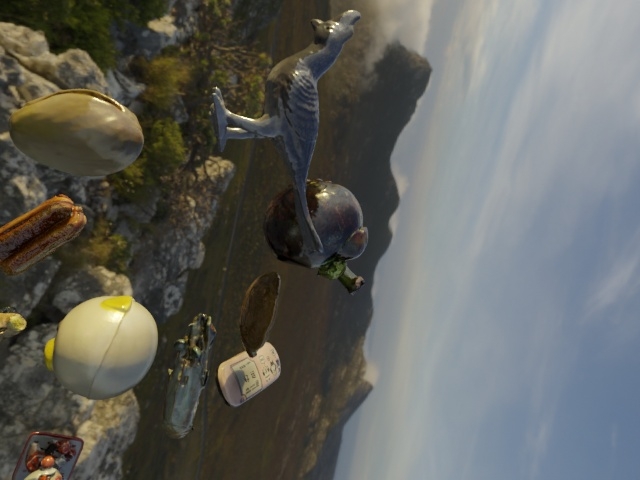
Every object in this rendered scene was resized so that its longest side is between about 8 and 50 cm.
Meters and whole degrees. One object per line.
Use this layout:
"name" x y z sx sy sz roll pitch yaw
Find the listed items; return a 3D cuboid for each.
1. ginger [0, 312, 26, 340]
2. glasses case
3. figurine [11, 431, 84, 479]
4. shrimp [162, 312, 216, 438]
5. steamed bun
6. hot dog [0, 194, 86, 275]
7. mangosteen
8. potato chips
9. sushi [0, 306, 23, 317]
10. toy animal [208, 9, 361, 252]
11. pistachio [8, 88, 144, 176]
"ginger" -0.926 0.262 1.323 0.081 0.205 0.115 62 9 16
"glasses case" -0.198 0.374 1.370 0.122 0.075 0.314 67 19 7
"figurine" -0.790 0.700 1.371 0.184 0.160 0.226 -65 -154 6
"shrimp" -0.274 0.275 1.044 0.247 0.085 0.361 -82 -173 -55
"steamed bun" -0.680 0.337 1.535 0.374 0.333 0.334 -34 -142 62
"hot dog" -0.946 -0.022 1.604 0.158 0.348 0.117 56 1 -24
"mangosteen" 0.000 0.000 1.097 0.231 0.231 0.290 -4 69 -81
"potato chips" -0.156 0.169 1.156 0.208 0.061 0.195 -69 -161 0
"sushi" -1.068 0.276 1.655 0.098 0.094 0.084 -51 132 -39
"toy animal" -0.061 -0.166 0.703 0.081 0.205 0.368 -145 -118 -67
"pistachio" -0.562 -0.252 1.136 0.166 0.287 0.198 -98 -168 -65
